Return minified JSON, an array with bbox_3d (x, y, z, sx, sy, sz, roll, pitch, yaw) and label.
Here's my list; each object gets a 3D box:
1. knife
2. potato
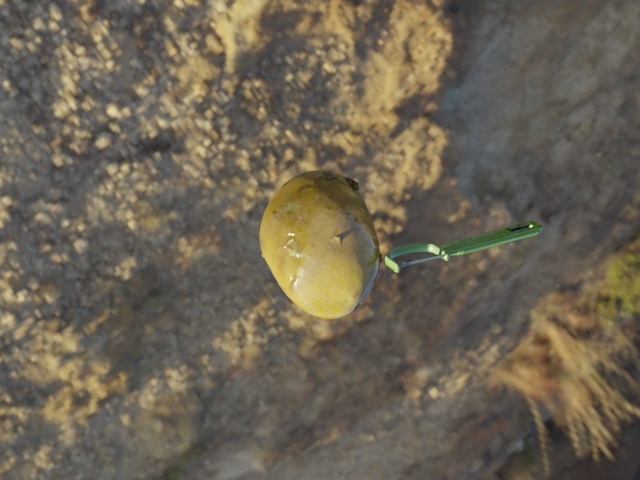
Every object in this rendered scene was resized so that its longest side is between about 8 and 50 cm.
[{"bbox_3d":[0.163,0.002,1.415,0.212,0.054,0.015,-13,114,-26],"label":"knife"},{"bbox_3d":[0.000,0.000,1.410,0.137,0.176,0.137,-15,148,-9],"label":"potato"}]
